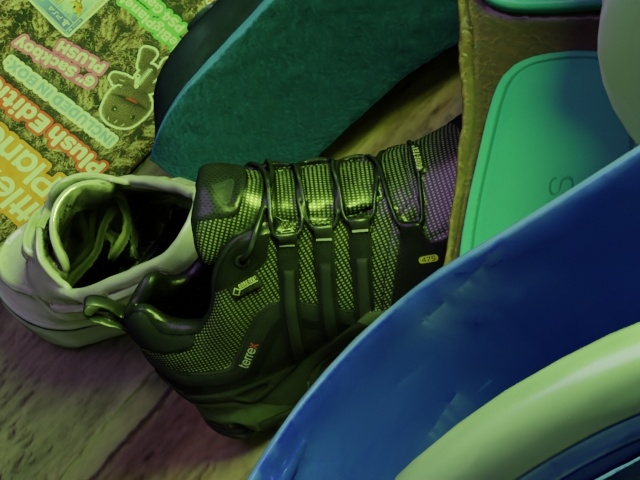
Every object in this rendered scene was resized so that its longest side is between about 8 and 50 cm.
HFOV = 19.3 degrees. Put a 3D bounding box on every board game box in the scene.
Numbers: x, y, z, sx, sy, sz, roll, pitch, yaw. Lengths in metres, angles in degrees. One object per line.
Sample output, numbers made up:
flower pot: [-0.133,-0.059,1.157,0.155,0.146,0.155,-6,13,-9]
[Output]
board game box: [-0.169,-0.153,1.194,0.291,0.141,0.232,-44,32,13]

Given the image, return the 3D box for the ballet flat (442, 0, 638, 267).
ballet flat: [0.115,-0.059,0.757,0.116,0.124,0.342,-1,56,16]

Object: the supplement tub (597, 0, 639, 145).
supplement tub: [0.214,-0.174,0.639,0.228,0.228,0.316,-18,45,43]

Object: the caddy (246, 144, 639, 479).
caddy: [0.106,0.082,0.469,0.341,0.179,0.241,-34,36,26]

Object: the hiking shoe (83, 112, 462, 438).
hiking shoe: [0.000,0.000,0.849,0.227,0.114,0.086,-39,34,20]

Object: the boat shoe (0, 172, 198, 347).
boat shoe: [-0.116,0.005,1.019,0.267,0.088,0.096,8,66,55]

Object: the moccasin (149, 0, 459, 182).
moccasin: [0.028,-0.159,0.952,0.342,0.138,0.117,-33,35,27]
